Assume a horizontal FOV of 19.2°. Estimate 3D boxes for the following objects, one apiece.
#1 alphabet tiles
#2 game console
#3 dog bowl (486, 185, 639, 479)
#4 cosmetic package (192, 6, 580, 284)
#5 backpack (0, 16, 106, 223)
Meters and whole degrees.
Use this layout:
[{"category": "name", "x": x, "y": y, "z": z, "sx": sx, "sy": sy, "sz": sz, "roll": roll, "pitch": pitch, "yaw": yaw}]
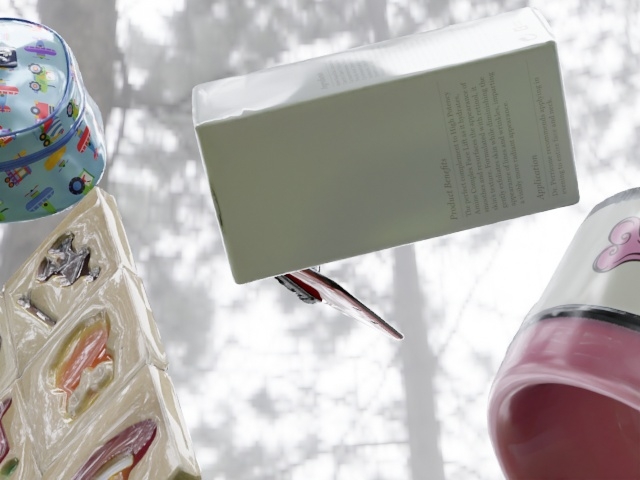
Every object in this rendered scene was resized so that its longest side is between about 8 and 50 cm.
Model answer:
[{"category": "alphabet tiles", "x": -0.120, "y": 0.100, "z": 0.474, "sx": 0.009, "sy": 0.198, "sz": 0.237, "roll": 35, "pitch": -73, "yaw": -32}, {"category": "game console", "x": 0.000, "y": 0.000, "z": 1.373, "sx": 0.085, "sy": 0.124, "sz": 0.144, "roll": -7, "pitch": -22, "yaw": 22}, {"category": "dog bowl", "x": 0.284, "y": 0.165, "z": 1.267, "sx": 0.150, "sy": 0.408, "sz": 0.408, "roll": -42, "pitch": -47, "yaw": -22}, {"category": "cosmetic package", "x": 0.041, "y": -0.062, "z": 1.210, "sx": 0.231, "sy": 0.085, "sz": 0.117, "roll": -12, "pitch": -66, "yaw": -1}, {"category": "backpack", "x": -0.220, "y": -0.080, "z": 1.153, "sx": 0.173, "sy": 0.158, "sz": 0.117, "roll": -5, "pitch": -48, "yaw": -7}]
